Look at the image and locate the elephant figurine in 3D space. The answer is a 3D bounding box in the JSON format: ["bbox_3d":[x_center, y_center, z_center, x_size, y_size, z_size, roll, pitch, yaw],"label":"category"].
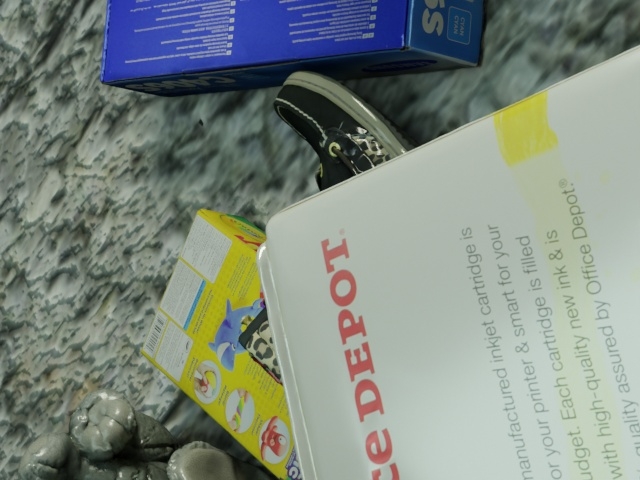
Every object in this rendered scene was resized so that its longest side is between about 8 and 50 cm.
[{"bbox_3d":[-0.101,0.229,1.196,0.239,0.186,0.169,30,144,18],"label":"elephant figurine"}]

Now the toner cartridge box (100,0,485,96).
[{"bbox_3d":[-0.028,-0.201,1.231,0.348,0.075,0.165,1,86,47],"label":"toner cartridge box"}]

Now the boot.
[{"bbox_3d":[0.000,0.000,1.116,0.178,0.085,0.236,-46,52,-3],"label":"boot"}]

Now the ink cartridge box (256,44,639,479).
[{"bbox_3d":[0.184,0.059,0.849,0.385,0.160,0.279,-23,68,29],"label":"ink cartridge box"}]

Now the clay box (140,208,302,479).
[{"bbox_3d":[-0.035,0.081,1.210,0.222,0.053,0.127,36,108,42],"label":"clay box"}]
